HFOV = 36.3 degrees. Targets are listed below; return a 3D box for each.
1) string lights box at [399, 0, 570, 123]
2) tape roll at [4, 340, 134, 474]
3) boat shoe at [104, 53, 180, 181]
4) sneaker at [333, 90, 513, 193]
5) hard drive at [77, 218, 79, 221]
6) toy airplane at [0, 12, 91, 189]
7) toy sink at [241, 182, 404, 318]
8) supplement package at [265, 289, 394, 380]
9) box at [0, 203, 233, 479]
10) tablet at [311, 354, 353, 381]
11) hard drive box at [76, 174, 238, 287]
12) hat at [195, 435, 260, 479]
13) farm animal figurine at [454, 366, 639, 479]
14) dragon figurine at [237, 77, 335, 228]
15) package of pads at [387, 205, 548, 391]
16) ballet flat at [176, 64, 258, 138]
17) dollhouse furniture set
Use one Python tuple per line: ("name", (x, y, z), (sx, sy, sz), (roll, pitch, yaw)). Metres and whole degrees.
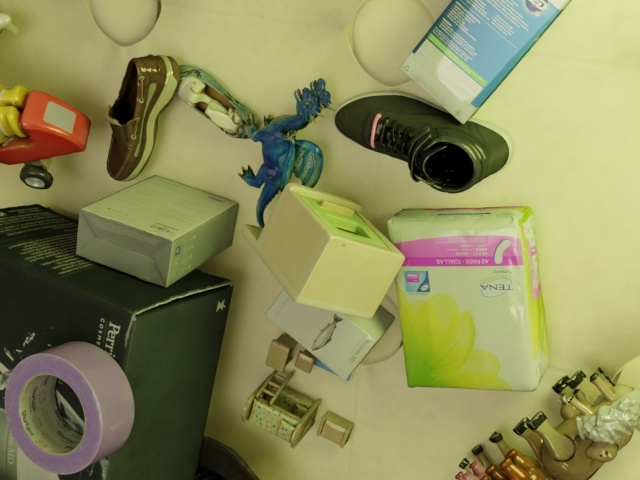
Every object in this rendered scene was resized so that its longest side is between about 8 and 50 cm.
("string lights box", (0.250, -0.315, 1.438), (0.133, 0.077, 0.260), (43, 119, 5))
("tape roll", (-0.383, 0.254, 1.490), (0.189, 0.080, 0.189), (5, 101, 27))
("boat shoe", (-0.337, -0.215, 1.705), (0.095, 0.095, 0.257), (48, 125, 34))
("sneaker", (0.138, -0.155, 1.503), (0.296, 0.147, 0.104), (17, 115, 19))
("hard drive", (-0.449, 0.009, 1.887), (0.135, 0.022, 0.094), (-39, 89, 29))
("toy airplane", (-0.646, -0.232, 1.690), (0.386, 0.384, 0.272), (51, 160, 17))
("toy sink", (0.000, 0.000, 1.567), (0.131, 0.153, 0.234), (-62, 37, 16))
("supplement package", (0.017, 0.131, 1.675), (0.179, 0.105, 0.105), (39, 117, 7))
("box", (-0.458, 0.238, 1.742), (0.472, 0.297, 0.480), (19, 107, 24))
("tablet", (0.024, 0.215, 1.757), (0.083, 0.006, 0.054), (24, 115, 14))
("hard drive box", (-0.275, -0.022, 1.680), (0.181, 0.232, 0.089), (19, 114, 18))
("hat", (-0.202, 0.506, 1.879), (0.331, 0.134, 0.331), (5, 99, 32))
("farm animal figurine", (0.371, 0.353, 1.537), (0.327, 0.330, 0.172), (-44, 84, 1))
("dragon figurine", (-0.055, -0.127, 1.610), (0.144, 0.085, 0.289), (18, 107, 40))
("package of pads", (0.242, 0.094, 1.567), (0.229, 0.101, 0.296), (-1, 107, 25))
("ballet flat", (-0.190, -0.237, 1.666), (0.188, 0.070, 0.070), (34, 117, 10))
("dollhouse furniture set", (-0.029, 0.283, 1.743), (0.182, 0.101, 0.161), (24, 119, 15))
